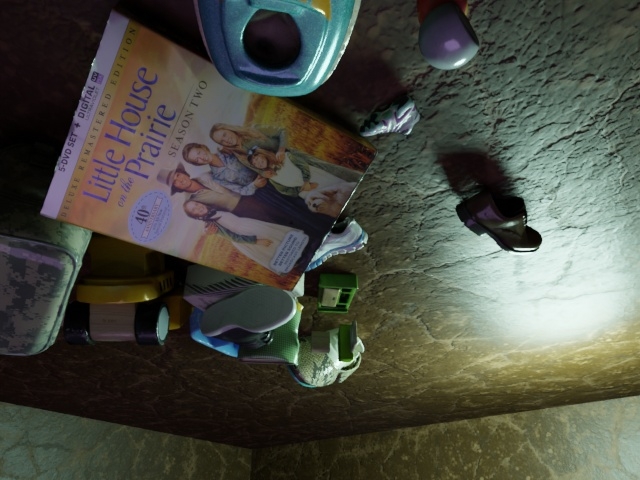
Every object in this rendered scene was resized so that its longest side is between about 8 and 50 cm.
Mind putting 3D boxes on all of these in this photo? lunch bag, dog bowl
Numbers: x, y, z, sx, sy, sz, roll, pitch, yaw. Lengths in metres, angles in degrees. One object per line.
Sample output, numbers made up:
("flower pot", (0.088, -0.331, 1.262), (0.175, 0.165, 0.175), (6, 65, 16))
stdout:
("lunch bag", (-0.524, 0.013, 0.765), (0.213, 0.256, 0.305), (18, 125, -26))
("dog bowl", (-0.282, 0.290, 1.391), (0.166, 0.074, 0.297), (-19, 142, 26))

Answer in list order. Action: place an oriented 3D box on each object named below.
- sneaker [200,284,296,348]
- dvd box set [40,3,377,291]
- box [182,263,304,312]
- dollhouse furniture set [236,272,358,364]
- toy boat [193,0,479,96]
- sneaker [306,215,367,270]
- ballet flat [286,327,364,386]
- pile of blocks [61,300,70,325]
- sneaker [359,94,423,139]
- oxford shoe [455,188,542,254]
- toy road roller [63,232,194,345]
("sneaker", (-0.136, 0.185, 1.047), (0.296, 0.104, 0.147), (-19, 146, 37))
("dvd box set", (-0.157, -0.104, 0.696), (0.420, 0.062, 0.307), (22, 111, -28))
("box", (-0.184, 0.097, 1.082), (0.275, 0.094, 0.113), (-14, 145, 19))
("dollhouse furniture set", (-0.061, 0.202, 1.146), (0.302, 0.197, 0.151), (3, 147, -4))
("toy boat", (0.015, -0.263, 0.496), (0.318, 0.148, 0.267), (3, 146, -4))
("sneaker", (0.000, 0.000, 0.965), (0.191, 0.071, 0.083), (-25, 130, 9))
("ballet flat", (0.040, 0.350, 1.382), (0.182, 0.164, 0.483), (-33, 158, 3))
("pile of blocks", (-0.679, 0.070, 0.980), (0.362, 0.149, 0.112), (18, 130, 18))
("sneaker", (0.117, -0.181, 0.716), (0.098, 0.038, 0.069), (-24, 139, 32))
("oxford shoe", (0.386, -0.035, 0.896), (0.227, 0.082, 0.096), (21, 137, -29))
("toy road roller", (-0.429, 0.098, 1.040), (0.203, 0.240, 0.329), (1, -177, -2))
